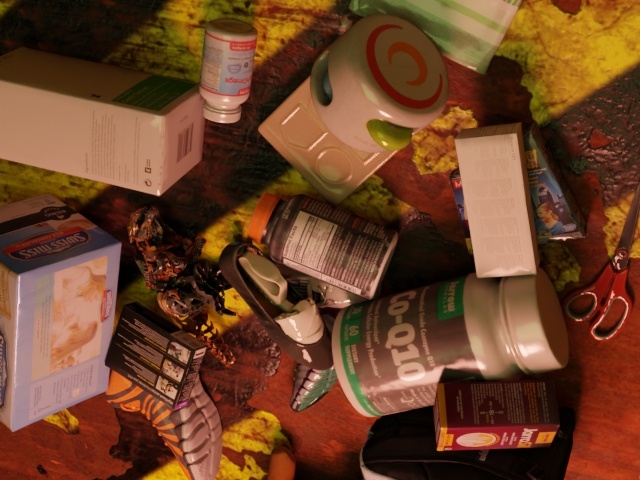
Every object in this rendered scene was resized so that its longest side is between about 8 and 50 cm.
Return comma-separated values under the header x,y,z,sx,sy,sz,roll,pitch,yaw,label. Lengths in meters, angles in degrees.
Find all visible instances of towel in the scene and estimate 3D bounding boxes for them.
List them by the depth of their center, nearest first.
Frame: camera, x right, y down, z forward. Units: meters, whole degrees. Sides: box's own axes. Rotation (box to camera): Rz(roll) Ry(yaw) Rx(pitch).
x,y,z,sx,sy,sz,roll,pitch,yaw,label
0.209,-0.446,1.596,0.248,0.038,0.325,27,119,4,towel

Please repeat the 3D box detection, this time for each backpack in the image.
x,y,z,sx,sy,sz,roll,pitch,yaw,label
0.241,0.412,1.855,0.355,0.290,0.273,12,131,20,backpack

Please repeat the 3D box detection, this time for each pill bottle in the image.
x,y,z,sx,sy,sz,roll,pitch,yaw,label
-0.157,-0.283,1.763,0.087,0.087,0.160,16,118,11,pill bottle
0.219,0.169,1.782,0.361,0.204,0.204,-17,108,24,pill bottle
0.000,0.000,1.818,0.246,0.130,0.130,22,119,8,pill bottle

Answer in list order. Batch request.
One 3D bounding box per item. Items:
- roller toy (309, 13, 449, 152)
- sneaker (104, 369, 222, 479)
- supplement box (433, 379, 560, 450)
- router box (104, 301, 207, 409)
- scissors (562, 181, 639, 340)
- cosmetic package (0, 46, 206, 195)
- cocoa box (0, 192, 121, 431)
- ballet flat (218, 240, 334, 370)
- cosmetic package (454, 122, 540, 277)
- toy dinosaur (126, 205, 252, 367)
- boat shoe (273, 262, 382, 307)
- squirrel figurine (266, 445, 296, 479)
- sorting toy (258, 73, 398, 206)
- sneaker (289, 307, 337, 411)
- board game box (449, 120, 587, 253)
x,y,z,sx,sy,sz,roll,pitch,yaw,label
0.089,-0.240,1.634,0.191,0.209,0.146,50,140,-6,roller toy
-0.315,0.341,2.099,0.180,0.124,0.321,-11,99,27,sneaker
0.280,0.282,1.695,0.188,0.081,0.104,-2,149,1,supplement box
-0.310,0.214,1.970,0.179,0.046,0.133,29,109,22,router box
0.502,0.038,1.736,0.109,0.021,0.297,28,118,7,scissors
-0.402,-0.210,1.817,0.365,0.197,0.155,14,117,10,cosmetic package
-0.537,0.130,1.962,0.228,0.231,0.347,30,123,32,cocoa box
-0.069,0.111,1.816,0.280,0.095,0.096,45,150,1,ballet flat
0.283,-0.062,1.666,0.099,0.060,0.239,-3,113,22,cosmetic package
-0.234,0.078,1.950,0.218,0.164,0.322,-15,128,39,toy dinosaur
-0.005,0.092,1.893,0.226,0.076,0.083,2,115,17,boat shoe
0.053,0.644,2.062,0.370,0.281,0.397,9,131,3,squirrel figurine
0.022,-0.183,1.783,0.193,0.038,0.208,46,124,-6,sorting toy
-0.013,0.222,1.972,0.098,0.083,0.223,48,127,26,sneaker
0.318,-0.088,1.713,0.194,0.060,0.194,-9,110,22,board game box
